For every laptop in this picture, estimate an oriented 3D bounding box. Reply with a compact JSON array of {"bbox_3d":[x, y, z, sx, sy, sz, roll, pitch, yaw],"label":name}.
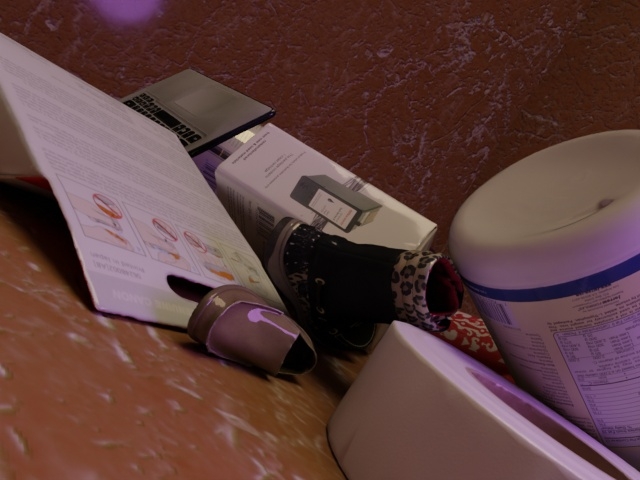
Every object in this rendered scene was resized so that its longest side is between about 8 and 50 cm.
[{"bbox_3d":[-0.355,-0.253,0.997,0.382,0.408,0.236,38,-28,51],"label":"laptop"}]

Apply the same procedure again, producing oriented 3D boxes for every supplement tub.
[{"bbox_3d":[0.298,0.079,0.655,0.324,0.235,0.235,59,-6,-19],"label":"supplement tub"}]

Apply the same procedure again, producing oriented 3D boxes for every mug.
[{"bbox_3d":[0.227,0.158,0.856,0.169,0.113,0.150,23,-6,31],"label":"mug"}]

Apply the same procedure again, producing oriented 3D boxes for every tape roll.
[{"bbox_3d":[0.149,0.180,0.485,0.286,0.100,0.286,33,3,-2],"label":"tape roll"}]

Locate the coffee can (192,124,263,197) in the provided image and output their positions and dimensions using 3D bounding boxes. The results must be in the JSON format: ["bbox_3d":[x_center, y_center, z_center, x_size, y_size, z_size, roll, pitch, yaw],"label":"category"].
[{"bbox_3d":[-0.125,-0.108,1.195,0.275,0.201,0.201,32,3,-8],"label":"coffee can"}]

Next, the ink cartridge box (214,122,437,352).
[{"bbox_3d":[0.000,0.000,0.868,0.273,0.115,0.198,34,-30,17],"label":"ink cartridge box"}]

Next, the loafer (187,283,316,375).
[{"bbox_3d":[-0.047,0.076,0.517,0.050,0.056,0.148,28,0,34],"label":"loafer"}]

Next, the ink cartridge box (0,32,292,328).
[{"bbox_3d":[-0.200,-0.026,0.652,0.385,0.091,0.308,54,14,30],"label":"ink cartridge box"}]

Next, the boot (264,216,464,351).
[{"bbox_3d":[0.061,0.070,0.670,0.179,0.085,0.236,11,-28,32],"label":"boot"}]

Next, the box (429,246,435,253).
[{"bbox_3d":[0.092,0.040,1.220,0.143,0.191,0.381,34,2,17],"label":"box"}]
